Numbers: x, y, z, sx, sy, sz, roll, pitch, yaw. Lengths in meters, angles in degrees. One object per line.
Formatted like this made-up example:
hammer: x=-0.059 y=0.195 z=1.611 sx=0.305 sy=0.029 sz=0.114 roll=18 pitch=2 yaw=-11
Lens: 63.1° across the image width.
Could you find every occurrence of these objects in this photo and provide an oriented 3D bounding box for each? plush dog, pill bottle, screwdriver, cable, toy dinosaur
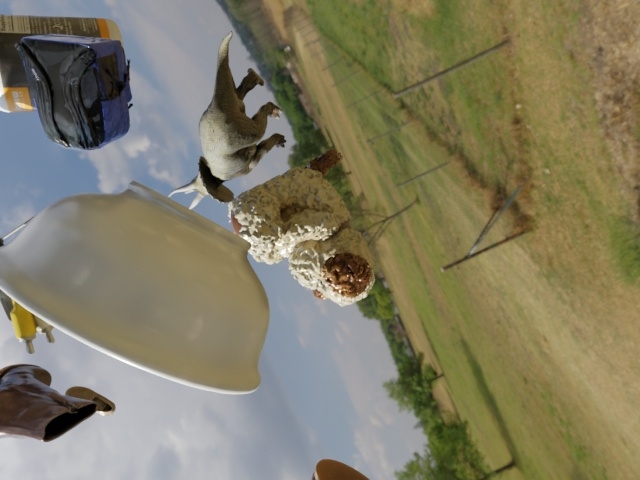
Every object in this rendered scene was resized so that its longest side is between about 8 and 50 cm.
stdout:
plush dog: x=0.000 y=0.000 z=0.819 sx=0.225 sy=0.210 sz=0.262 roll=55 pitch=174 yaw=4
pill bottle: x=-0.491 y=-0.304 z=0.902 sx=0.162 sy=0.278 sz=0.162 roll=33 pitch=127 yaw=57
screwdriver: x=-0.571 y=-0.007 z=0.952 sx=0.025 sy=0.170 sz=0.024 roll=66 pitch=-171 yaw=24
cable: x=-0.542 y=0.053 z=0.931 sx=0.139 sy=0.072 sz=0.287 roll=-83 pitch=-16 yaw=-67
toy dinosaur: x=-0.135 y=-0.163 z=0.811 sx=0.121 sy=0.160 sz=0.313 roll=32 pitch=147 yaw=3

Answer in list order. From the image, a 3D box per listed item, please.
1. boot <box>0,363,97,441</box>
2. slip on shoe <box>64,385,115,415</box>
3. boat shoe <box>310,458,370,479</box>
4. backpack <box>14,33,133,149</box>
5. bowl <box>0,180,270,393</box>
boot: x=-0.452 y=0.265 z=0.836 sx=0.248 sy=0.207 sz=0.090 roll=6 pitch=-92 yaw=-82
slip on shoe: x=-0.602 y=0.420 z=1.363 sx=0.135 sy=0.051 sz=0.041 roll=30 pitch=154 yaw=-6
boat shoe: x=0.068 y=0.362 z=0.647 sx=0.207 sy=0.073 sz=0.073 roll=33 pitch=-156 yaw=21
backpack: x=-0.264 y=-0.168 z=0.596 sx=0.101 sy=0.098 sz=0.120 roll=-53 pitch=-30 yaw=-59
bowl: x=-0.165 y=0.029 z=0.548 sx=0.298 sy=0.134 sz=0.298 roll=28 pitch=176 yaw=2
